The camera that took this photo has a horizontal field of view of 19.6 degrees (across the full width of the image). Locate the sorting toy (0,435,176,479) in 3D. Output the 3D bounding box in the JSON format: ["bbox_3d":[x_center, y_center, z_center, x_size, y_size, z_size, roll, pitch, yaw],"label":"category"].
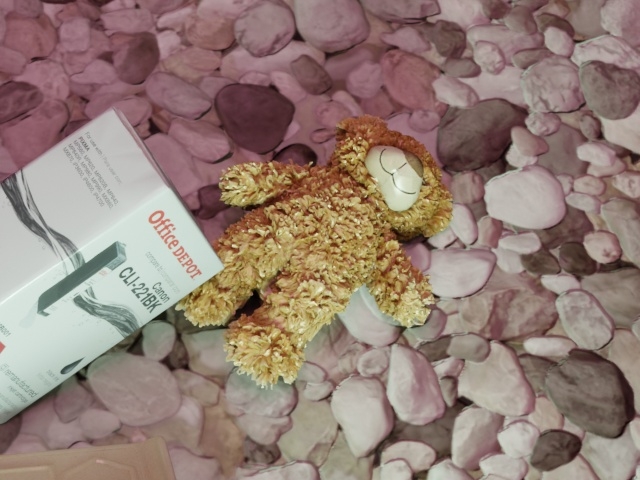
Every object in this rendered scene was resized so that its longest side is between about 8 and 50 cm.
[{"bbox_3d":[-0.225,0.258,1.653,0.208,0.038,0.193,-7,37,-12],"label":"sorting toy"}]

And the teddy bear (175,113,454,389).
[{"bbox_3d":[0.000,0.000,1.880,0.338,0.113,0.245,-24,62,-19],"label":"teddy bear"}]

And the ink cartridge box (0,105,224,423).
[{"bbox_3d":[-0.247,0.026,1.740,0.273,0.197,0.114,-36,64,-3],"label":"ink cartridge box"}]
